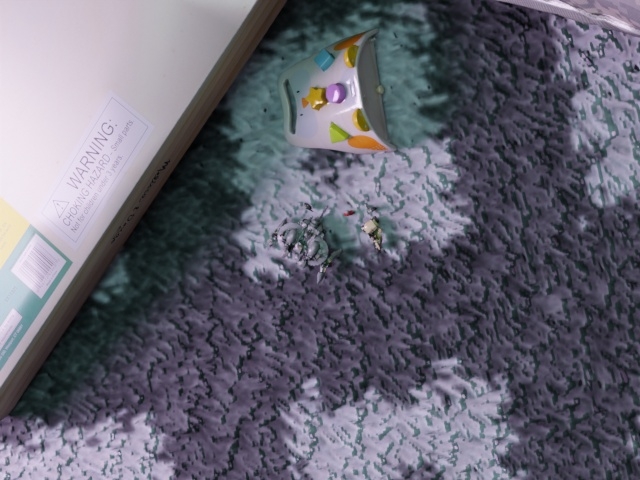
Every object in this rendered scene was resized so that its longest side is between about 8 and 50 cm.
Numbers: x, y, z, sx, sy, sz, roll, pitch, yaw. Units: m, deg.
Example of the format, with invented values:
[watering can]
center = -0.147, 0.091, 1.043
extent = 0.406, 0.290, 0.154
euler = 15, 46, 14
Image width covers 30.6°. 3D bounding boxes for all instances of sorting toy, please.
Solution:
[sorting toy]
center = 0.005, -0.095, 0.788
extent = 0.075, 0.045, 0.083
euler = -9, 90, 35

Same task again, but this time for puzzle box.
[puzzle box]
center = -0.232, -0.099, 0.816
extent = 0.272, 0.052, 0.409
euler = 41, 109, 9

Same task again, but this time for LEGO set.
[LEGO set]
center = 0.000, -0.003, 0.796
extent = 0.083, 0.023, 0.054
euler = -29, 85, 15

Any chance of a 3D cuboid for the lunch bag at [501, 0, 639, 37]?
[lunch bag]
center = 0.121, -0.253, 0.628
extent = 0.305, 0.212, 0.256
euler = 26, 105, 35
